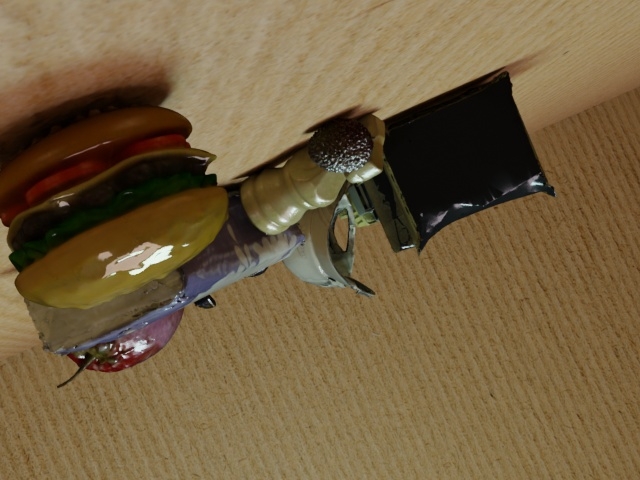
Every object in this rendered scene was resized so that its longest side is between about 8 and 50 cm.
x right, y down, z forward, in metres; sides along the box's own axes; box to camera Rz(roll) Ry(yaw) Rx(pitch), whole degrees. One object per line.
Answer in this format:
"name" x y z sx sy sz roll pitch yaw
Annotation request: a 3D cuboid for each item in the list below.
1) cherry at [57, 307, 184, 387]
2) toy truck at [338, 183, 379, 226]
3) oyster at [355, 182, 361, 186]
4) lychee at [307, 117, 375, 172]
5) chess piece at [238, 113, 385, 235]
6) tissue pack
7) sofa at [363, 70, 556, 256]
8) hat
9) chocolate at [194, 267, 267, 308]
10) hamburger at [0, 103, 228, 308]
"cherry" -0.316 0.119 1.409 0.250 0.175 0.192 -25 164 -49
"toy truck" 0.158 -0.110 1.717 0.272 0.124 0.157 -23 177 -32
"oyster" 0.172 -0.151 1.438 0.260 0.092 0.198 -14 175 -17
"lychee" 0.026 -0.112 1.010 0.083 0.068 0.067 -19 134 -10
"chess piece" -0.003 -0.086 1.105 0.200 0.090 0.090 -28 176 30
"tissue pack" -0.195 0.027 1.169 0.242 0.125 0.344 -26 180 26
"sofa" 0.192 -0.114 1.285 0.259 0.200 0.182 -25 -171 -1
"hat" 0.004 0.001 1.538 0.161 0.231 0.275 -15 -168 -6
"chocolate" -0.219 0.056 1.584 0.344 0.148 0.126 -24 -165 16
"hamburger" -0.141 -0.023 0.581 0.162 0.115 0.162 -26 180 0
